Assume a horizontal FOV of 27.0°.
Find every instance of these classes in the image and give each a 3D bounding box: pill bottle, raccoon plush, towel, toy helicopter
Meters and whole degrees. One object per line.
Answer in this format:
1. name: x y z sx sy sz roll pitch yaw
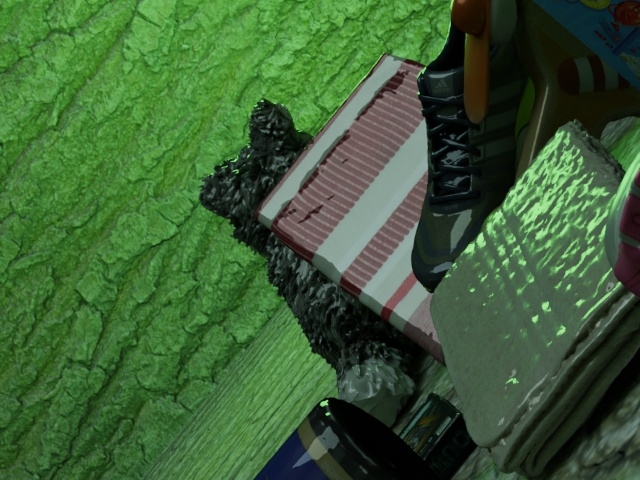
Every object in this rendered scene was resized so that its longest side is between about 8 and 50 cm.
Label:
1. pill bottle: -0.019 0.225 0.908 0.219 0.122 0.123 -51 4 7
2. raccoon plush: 0.000 0.000 1.436 0.216 0.299 0.446 -50 5 6
3. towel: 0.096 -0.043 1.296 0.237 0.037 0.329 -50 43 -4
4. towel: 0.157 0.032 0.906 0.187 0.049 0.282 -53 15 16
5. toy helicopter: 0.194 -0.129 1.093 0.140 0.234 0.355 157 133 -72

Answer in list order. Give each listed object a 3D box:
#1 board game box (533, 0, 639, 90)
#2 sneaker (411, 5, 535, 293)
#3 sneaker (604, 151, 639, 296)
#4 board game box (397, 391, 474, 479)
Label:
1. board game box: 0.261 -0.265 0.921 0.308 0.302 0.086 -53 5 -22
2. sneaker: 0.126 -0.092 1.191 0.111 0.121 0.300 -9 55 35
3. sneaker: 0.242 -0.053 0.760 0.252 0.103 0.111 -44 0 -22
4. board game box: 0.048 0.203 1.031 0.186 0.026 0.126 -51 4 -1
